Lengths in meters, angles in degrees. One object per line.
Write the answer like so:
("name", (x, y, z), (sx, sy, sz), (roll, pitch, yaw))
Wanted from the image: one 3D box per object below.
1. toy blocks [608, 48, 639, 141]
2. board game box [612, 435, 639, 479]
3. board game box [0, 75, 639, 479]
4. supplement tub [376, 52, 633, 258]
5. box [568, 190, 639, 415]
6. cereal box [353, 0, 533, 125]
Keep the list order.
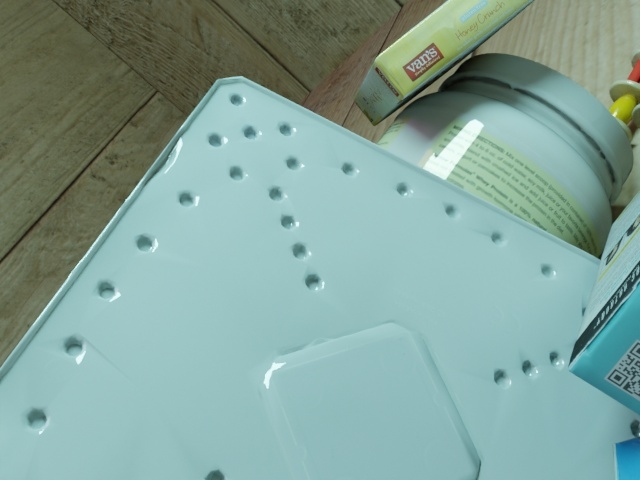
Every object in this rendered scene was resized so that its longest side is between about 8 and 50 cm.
("toy blocks", (0.372, -0.175, 0.743), (0.148, 0.054, 0.123), (-52, 16, -11))
("board game box", (0.264, 0.145, 0.225), (0.303, 0.097, 0.224), (-37, 24, 40))
("board game box", (0.025, 0.118, 0.418), (0.390, 0.390, 0.050), (-63, 0, -33))
("supplement tub", (0.121, 0.010, 0.660), (0.325, 0.235, 0.235), (-52, 17, -10))
("box", (0.225, 0.006, 0.432), (0.244, 0.060, 0.100), (-37, -24, -56))
("cereal box", (0.118, -0.189, 0.668), (0.173, 0.047, 0.240), (-38, 5, 2))
